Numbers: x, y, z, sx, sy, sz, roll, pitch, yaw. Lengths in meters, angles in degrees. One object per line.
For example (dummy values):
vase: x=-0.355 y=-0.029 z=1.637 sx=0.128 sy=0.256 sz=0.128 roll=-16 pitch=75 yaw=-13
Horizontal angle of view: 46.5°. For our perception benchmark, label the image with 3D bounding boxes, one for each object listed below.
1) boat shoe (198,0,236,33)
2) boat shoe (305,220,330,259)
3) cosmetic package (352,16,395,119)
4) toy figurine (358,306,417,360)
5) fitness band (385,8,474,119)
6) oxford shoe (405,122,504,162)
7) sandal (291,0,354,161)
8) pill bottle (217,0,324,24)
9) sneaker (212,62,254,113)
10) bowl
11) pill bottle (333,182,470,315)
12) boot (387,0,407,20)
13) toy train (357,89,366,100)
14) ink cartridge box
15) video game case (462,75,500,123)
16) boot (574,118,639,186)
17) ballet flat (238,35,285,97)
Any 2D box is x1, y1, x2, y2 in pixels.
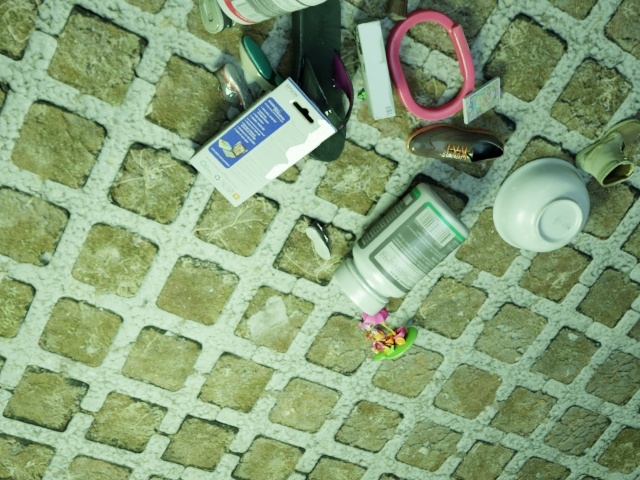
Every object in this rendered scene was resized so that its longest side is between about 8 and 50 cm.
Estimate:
boat shoe: x=-0.246 y=-0.610 z=1.743 sx=0.079 sy=0.084 sz=0.233 roll=-26 pitch=118 yaw=-40
boat shoe: x=0.000 y=0.000 z=2.112 sx=0.046 sy=0.038 sz=0.125 roll=-6 pitch=128 yaw=41
cosmetic package: x=0.134 y=-0.433 z=1.874 sx=0.060 sy=0.099 sz=0.239 roll=-12 pitch=112 yaw=1
toy figurine: x=0.179 y=0.269 z=2.265 sx=0.173 sy=0.130 sz=0.159 roll=-34 pitch=107 yaw=33
fitness band: x=0.286 y=-0.456 z=1.940 sx=0.209 sy=0.054 sz=0.291 roll=-23 pitch=118 yaw=3
oxford shoe: x=0.369 y=-0.259 z=2.025 sx=0.271 sy=0.098 sz=0.097 roll=-3 pitch=117 yaw=-11
sandal: x=0.010 y=-0.394 z=1.844 sx=0.167 sy=0.107 sz=0.445 roll=-25 pitch=123 yaw=-33
pill bottle: x=-0.073 y=-0.591 z=1.628 sx=0.176 sy=0.318 sz=0.176 roll=2 pitch=87 yaw=-49
sneaker: x=-0.219 y=-0.371 z=1.879 sx=0.065 sy=0.061 sz=0.158 roll=-12 pitch=121 yaw=25
bowl: x=0.663 y=-0.079 z=2.162 sx=0.298 sy=0.134 sz=0.298 roll=-5 pitch=117 yaw=-9
pill bottle: x=0.221 y=0.028 z=2.080 sx=0.361 sy=0.204 sz=0.204 roll=-43 pitch=117 yaw=11
boot: x=0.174 y=-0.603 z=1.831 sx=0.106 sy=0.037 sz=0.114 roll=8 pitch=100 yaw=-18
toy train: x=0.131 y=-0.398 z=1.952 sx=0.083 sy=0.017 sz=0.024 roll=-42 pitch=128 yaw=10
ink cartridge box: x=-0.144 y=-0.246 z=1.861 sx=0.371 sy=0.069 sz=0.176 roll=-32 pitch=112 yaw=32
video game case: x=0.432 y=-0.376 z=1.995 sx=0.122 sy=0.011 sz=0.087 roll=-34 pitch=141 yaw=-14
boot: x=0.844 y=-0.245 z=2.097 sx=0.213 sy=0.165 sz=0.077 roll=-35 pitch=118 yaw=7
ballet flat: x=-0.140 y=-0.398 z=1.863 sx=0.086 sy=0.086 sz=0.248 roll=-39 pitch=119 yaw=9
